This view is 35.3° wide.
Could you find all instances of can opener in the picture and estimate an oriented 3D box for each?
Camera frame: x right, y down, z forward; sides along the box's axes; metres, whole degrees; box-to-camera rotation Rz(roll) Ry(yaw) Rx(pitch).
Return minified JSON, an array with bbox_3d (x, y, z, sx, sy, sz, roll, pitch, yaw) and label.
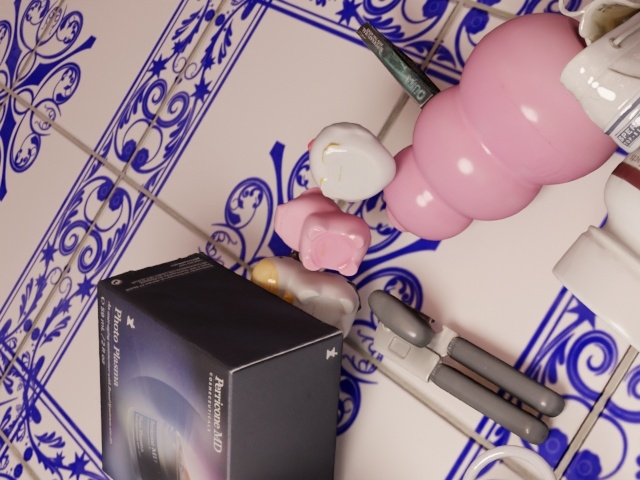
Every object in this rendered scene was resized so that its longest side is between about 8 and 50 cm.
[{"bbox_3d":[0.161,0.152,1.215,0.280,0.093,0.074,30,90,38],"label":"can opener"}]

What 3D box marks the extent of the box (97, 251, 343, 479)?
[{"bbox_3d":[-0.137,0.211,1.282,0.294,0.182,0.296,24,120,42],"label":"box"}]

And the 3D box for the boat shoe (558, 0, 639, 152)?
[{"bbox_3d":[0.332,-0.230,1.071,0.156,0.367,0.136,40,135,4],"label":"boat shoe"}]

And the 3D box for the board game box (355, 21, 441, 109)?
[{"bbox_3d":[0.131,-0.215,1.371,0.026,0.126,0.186,-46,49,15],"label":"board game box"}]

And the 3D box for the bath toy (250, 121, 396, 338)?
[{"bbox_3d":[0.000,0.000,1.303,0.129,0.151,0.348,-75,0,-63],"label":"bath toy"}]

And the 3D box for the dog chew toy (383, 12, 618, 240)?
[{"bbox_3d":[0.208,-0.119,1.224,0.332,0.206,0.207,-40,50,29],"label":"dog chew toy"}]

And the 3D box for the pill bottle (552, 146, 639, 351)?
[{"bbox_3d":[0.428,-0.056,0.991,0.392,0.224,0.224,-51,48,10],"label":"pill bottle"}]

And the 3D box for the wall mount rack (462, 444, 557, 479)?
[{"bbox_3d":[0.171,0.402,1.073,0.304,0.130,0.350,-6,67,34],"label":"wall mount rack"}]
